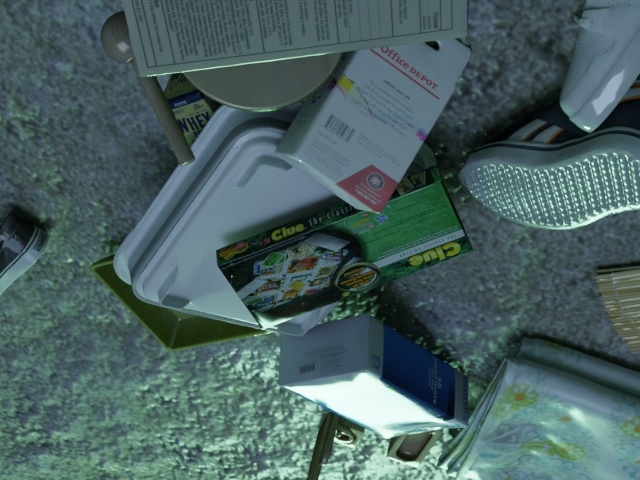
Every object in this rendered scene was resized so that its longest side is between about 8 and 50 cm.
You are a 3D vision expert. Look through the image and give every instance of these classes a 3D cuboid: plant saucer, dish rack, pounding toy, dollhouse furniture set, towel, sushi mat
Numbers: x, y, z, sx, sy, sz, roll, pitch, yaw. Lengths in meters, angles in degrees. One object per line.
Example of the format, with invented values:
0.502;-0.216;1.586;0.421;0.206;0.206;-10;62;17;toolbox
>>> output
-0.171;0.059;1.808;0.188;0.045;0.188;-13;132;31;plant saucer
-0.049;-0.007;1.567;0.286;0.072;0.333;16;131;-29;dish rack
-0.085;-0.206;1.410;0.237;0.110;0.183;-32;93;2;pounding toy
0.074;0.308;1.954;0.151;0.123;0.144;20;140;-4;dollhouse furniture set
0.372;0.290;1.854;0.375;0.090;0.320;19;141;-1;towel
0.491;0.068;1.616;0.317;0.019;0.151;-8;136;27;sushi mat

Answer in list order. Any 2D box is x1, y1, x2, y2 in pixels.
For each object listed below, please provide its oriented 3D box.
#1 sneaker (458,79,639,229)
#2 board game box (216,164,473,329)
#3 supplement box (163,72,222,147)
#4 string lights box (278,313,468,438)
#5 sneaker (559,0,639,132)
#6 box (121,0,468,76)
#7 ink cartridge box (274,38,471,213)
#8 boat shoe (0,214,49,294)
0.275;-0.095;1.434;0.126;0.127;0.321;41;159;-21;sneaker
0.028;0.011;1.534;0.260;0.030;0.136;-21;137;8;board game box
-0.123;-0.152;1.515;0.056;0.083;0.083;-14;132;29;supplement box
0.073;0.181;1.782;0.133;0.076;0.260;-13;152;30;string lights box
0.239;-0.254;1.200;0.169;0.108;0.292;25;104;-4;sneaker
-0.025;-0.256;1.263;0.311;0.121;0.148;-6;137;-1;box
0.056;-0.142;1.430;0.115;0.198;0.067;34;174;-20;ink cartridge box
-0.446;0.033;1.852;0.070;0.077;0.219;34;129;-22;boat shoe
